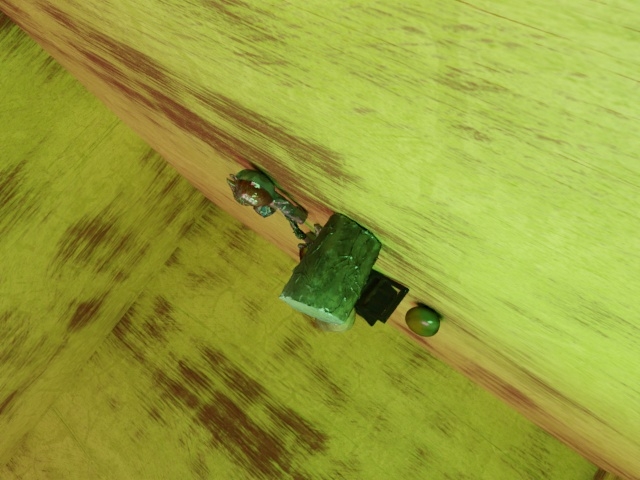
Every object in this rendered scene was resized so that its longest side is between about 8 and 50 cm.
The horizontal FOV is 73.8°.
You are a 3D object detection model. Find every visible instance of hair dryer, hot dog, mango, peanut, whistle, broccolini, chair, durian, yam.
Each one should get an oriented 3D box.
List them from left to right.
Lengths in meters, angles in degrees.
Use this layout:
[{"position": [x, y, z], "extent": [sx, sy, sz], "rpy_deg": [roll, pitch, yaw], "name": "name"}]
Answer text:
[{"position": [-0.419, -0.241, 2.204], "extent": [0.224, 0.078, 0.140], "rpy_deg": [40, 171, -31], "name": "durian"}, {"position": [-0.200, -0.163, 1.634], "extent": [0.346, 0.134, 0.142], "rpy_deg": [32, 138, -28], "name": "whistle"}, {"position": [-0.152, -0.094, 1.903], "extent": [0.071, 0.058, 0.254], "rpy_deg": [-6, 134, 51], "name": "broccolini"}, {"position": [-0.042, 0.137, 1.937], "extent": [0.271, 0.081, 0.162], "rpy_deg": [70, 160, 4], "name": "hot dog"}, {"position": [-0.009, 0.005, 1.949], "extent": [0.296, 0.119, 0.298], "rpy_deg": [30, 154, 58], "name": "hair dryer"}, {"position": [0.040, 0.104, 1.412], "extent": [0.241, 0.348, 0.241], "rpy_deg": [29, 174, 3], "name": "yam"}, {"position": [0.063, 0.332, 1.872], "extent": [0.152, 0.152, 0.313], "rpy_deg": [38, 156, -11], "name": "peanut"}, {"position": [0.243, 0.259, 1.908], "extent": [0.416, 0.203, 0.241], "rpy_deg": [29, 164, 50], "name": "chair"}, {"position": [0.450, 0.357, 1.873], "extent": [0.156, 0.114, 0.251], "rpy_deg": [42, 174, 14], "name": "mango"}]

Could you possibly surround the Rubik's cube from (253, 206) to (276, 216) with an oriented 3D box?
[{"position": [-0.254, -0.158, 1.951], "extent": [0.093, 0.111, 0.111], "rpy_deg": [9, -173, -31], "name": "Rubik's cube"}]
